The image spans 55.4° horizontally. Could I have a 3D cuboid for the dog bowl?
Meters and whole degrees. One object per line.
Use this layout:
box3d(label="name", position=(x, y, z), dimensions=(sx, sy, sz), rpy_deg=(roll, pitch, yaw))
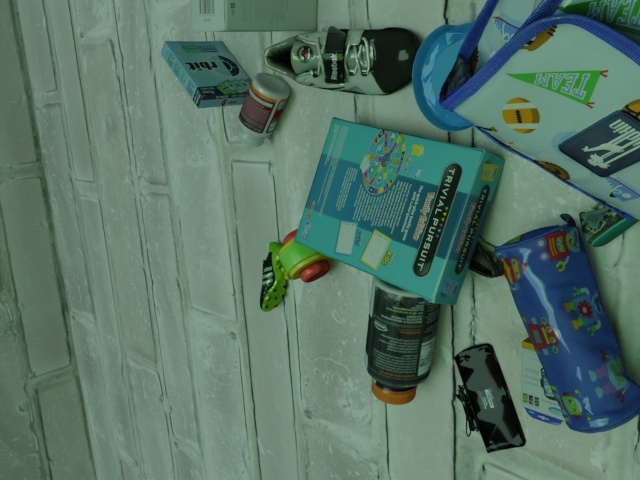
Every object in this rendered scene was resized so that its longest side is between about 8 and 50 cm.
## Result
box3d(label="dog bowl", position=(0.274, -0.274, 0.923), dimensions=(0.297, 0.074, 0.166), rpy_deg=(-18, 88, 48))

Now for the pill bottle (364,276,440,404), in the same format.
box3d(label="pill bottle", position=(0.151, 0.186, 1.154), dimensions=(0.130, 0.130, 0.246), rpy_deg=(23, 118, 41))

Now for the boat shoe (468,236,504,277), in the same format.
box3d(label="boat shoe", position=(0.253, 0.016, 1.051), dimensions=(0.152, 0.049, 0.056), rpy_deg=(31, 124, 38))

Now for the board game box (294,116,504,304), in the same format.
box3d(label="board game box", position=(0.125, -0.063, 1.088), dimensions=(0.336, 0.079, 0.254), rpy_deg=(23, 98, 41))

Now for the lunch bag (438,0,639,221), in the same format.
box3d(label="lunch bag", position=(0.353, -0.214, 0.604), dimensions=(0.327, 0.239, 0.385), rpy_deg=(28, 123, -11))

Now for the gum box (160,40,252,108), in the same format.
box3d(label="gum box", position=(-0.253, -0.384, 1.400), dimensions=(0.184, 0.157, 0.041), rpy_deg=(53, 135, 21))

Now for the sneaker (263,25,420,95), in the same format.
box3d(label="sneaker", position=(0.027, -0.328, 1.126), dimensions=(0.330, 0.146, 0.123), rpy_deg=(12, 109, 44))

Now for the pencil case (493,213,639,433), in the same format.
box3d(label="pencil case", position=(0.368, 0.120, 0.899), dimensions=(0.119, 0.133, 0.306), rpy_deg=(-30, 79, 63))

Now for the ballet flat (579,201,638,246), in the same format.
box3d(label="ballet flat", position=(0.431, -0.061, 0.829), dimensions=(0.188, 0.070, 0.070), rpy_deg=(-41, 72, 42))

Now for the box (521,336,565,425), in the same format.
box3d(label="box", position=(0.374, 0.234, 1.005), dimensions=(0.081, 0.028, 0.136), rpy_deg=(11, 112, 45))

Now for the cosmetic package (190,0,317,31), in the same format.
box3d(label="cosmetic package", position=(-0.125, -0.448, 1.185), dimensions=(0.117, 0.231, 0.086), rpy_deg=(20, 116, 43))

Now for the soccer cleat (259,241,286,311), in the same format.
box3d(label="soccer cleat", position=(-0.115, 0.088, 1.476), dimensions=(0.072, 0.060, 0.179), rpy_deg=(41, 123, 44))

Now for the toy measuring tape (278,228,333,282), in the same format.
box3d(label="toy measuring tape", position=(0.000, 0.000, 1.275), dimensions=(0.330, 0.121, 0.121), rpy_deg=(-45, 69, 45))

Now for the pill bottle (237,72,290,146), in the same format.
box3d(label="pill bottle", position=(-0.132, -0.286, 1.352), dimensions=(0.086, 0.086, 0.152), rpy_deg=(52, 133, 24))

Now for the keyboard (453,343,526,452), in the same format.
box3d(label="keyboard", position=(0.298, 0.285, 1.109), dimensions=(0.100, 0.038, 0.192), rpy_deg=(-20, 86, 25))
